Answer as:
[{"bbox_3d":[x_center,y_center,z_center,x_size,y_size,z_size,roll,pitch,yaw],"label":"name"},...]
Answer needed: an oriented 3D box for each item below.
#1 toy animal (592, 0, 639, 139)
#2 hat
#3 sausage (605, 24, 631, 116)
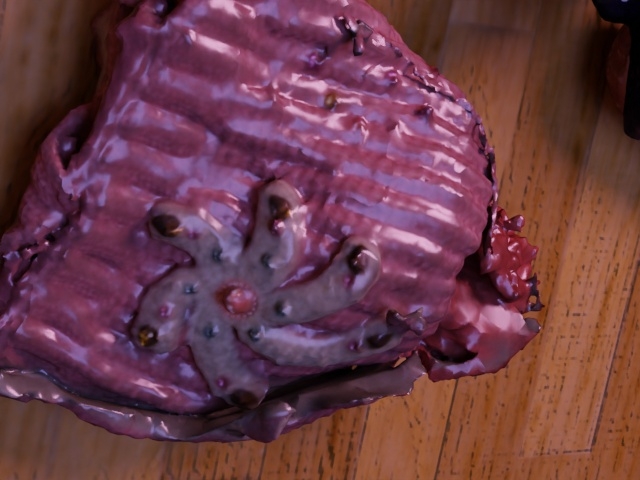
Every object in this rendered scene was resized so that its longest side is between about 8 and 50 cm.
[{"bbox_3d":[0.229,-0.169,0.856,0.298,0.122,0.185,-40,99,-30],"label":"toy animal"},{"bbox_3d":[0.000,0.000,0.780,0.286,0.107,0.236,22,103,-36],"label":"hat"},{"bbox_3d":[0.230,-0.072,0.952,0.194,0.077,0.077,28,89,-41],"label":"sausage"}]
